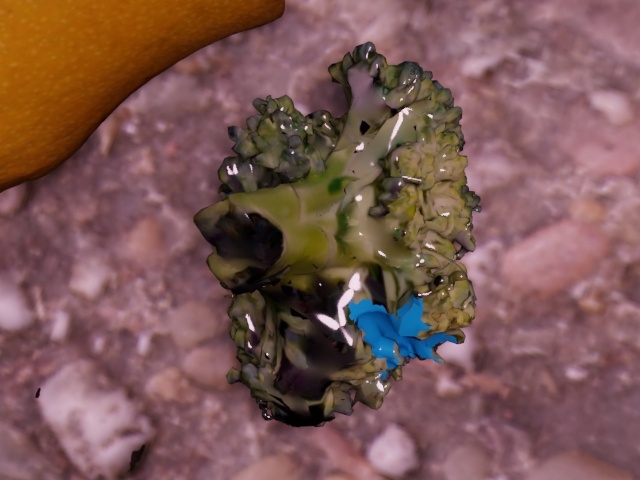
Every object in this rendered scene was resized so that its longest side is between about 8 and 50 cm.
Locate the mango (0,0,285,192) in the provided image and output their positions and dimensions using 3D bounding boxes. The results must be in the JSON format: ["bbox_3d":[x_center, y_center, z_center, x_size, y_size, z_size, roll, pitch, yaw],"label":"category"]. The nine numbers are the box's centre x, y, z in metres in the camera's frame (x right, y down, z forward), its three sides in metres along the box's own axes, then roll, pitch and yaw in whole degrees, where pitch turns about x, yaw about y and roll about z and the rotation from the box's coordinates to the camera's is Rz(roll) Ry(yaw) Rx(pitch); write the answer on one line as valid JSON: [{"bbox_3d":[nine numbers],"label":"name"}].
[{"bbox_3d":[-0.172,-0.113,0.751,0.359,0.144,0.187,-31,125,10],"label":"mango"}]

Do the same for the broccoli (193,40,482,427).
[{"bbox_3d":[0.000,0.000,0.711,0.167,0.160,0.154,-37,80,27],"label":"broccoli"}]
